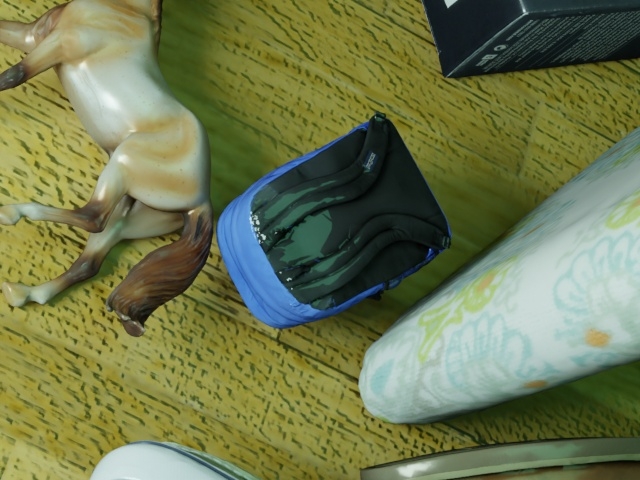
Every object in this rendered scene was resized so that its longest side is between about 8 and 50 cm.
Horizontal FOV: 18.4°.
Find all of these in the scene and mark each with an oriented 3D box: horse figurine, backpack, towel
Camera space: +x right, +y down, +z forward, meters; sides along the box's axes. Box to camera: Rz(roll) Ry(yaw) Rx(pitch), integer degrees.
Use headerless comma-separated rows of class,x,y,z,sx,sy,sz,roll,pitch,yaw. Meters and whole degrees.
horse figurine,-0.132,-0.069,1.154,0.174,0.066,0.263,-22,80,-26
backpack,0.000,0.000,1.172,0.120,0.101,0.098,-31,88,-33
towel,0.230,-0.026,1.173,0.374,0.320,0.090,-36,92,-34

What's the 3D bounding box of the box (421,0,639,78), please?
box,0.171,-0.205,1.336,0.207,0.108,0.153,-7,74,-30

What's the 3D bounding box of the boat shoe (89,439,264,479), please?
boat shoe,-0.001,0.193,1.111,0.302,0.109,0.094,38,44,-21

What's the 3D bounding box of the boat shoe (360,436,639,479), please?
boat shoe,0.175,0.169,1.189,0.307,0.111,0.104,-1,85,-17
